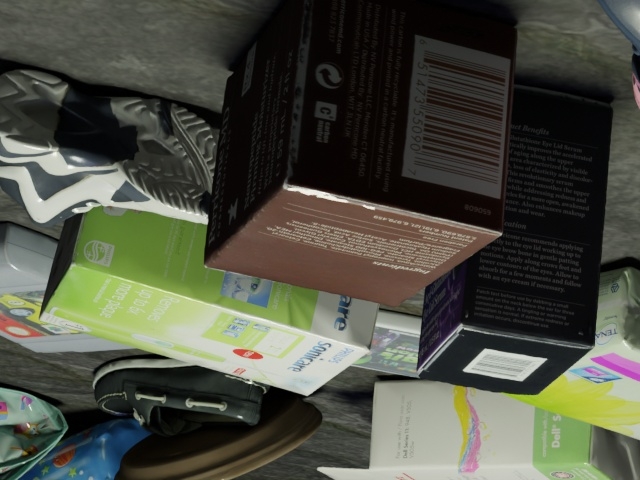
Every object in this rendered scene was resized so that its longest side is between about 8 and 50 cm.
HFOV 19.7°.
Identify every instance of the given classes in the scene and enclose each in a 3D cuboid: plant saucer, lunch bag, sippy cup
[{"bbox_3d":[-0.133,0.252,2.296,0.278,0.041,0.278,-20,-172,3],"label":"plant saucer"},{"bbox_3d":[-0.507,0.276,2.515,0.262,0.160,0.223,3,162,-40],"label":"lunch bag"},{"bbox_3d":[-0.320,0.366,2.588,0.224,0.305,0.240,-33,120,28],"label":"sippy cup"}]

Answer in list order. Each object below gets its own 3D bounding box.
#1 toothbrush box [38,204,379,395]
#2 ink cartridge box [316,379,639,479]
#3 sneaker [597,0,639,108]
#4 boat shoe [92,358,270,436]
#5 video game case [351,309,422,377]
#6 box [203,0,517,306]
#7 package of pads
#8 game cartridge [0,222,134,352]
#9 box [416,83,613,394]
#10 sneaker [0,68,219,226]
[{"bbox_3d":[-0.103,0.036,1.733,0.283,0.122,0.206,16,160,-13],"label":"toothbrush box"},{"bbox_3d":[0.195,0.247,2.256,0.353,0.119,0.207,-5,158,26],"label":"ink cartridge box"},{"bbox_3d":[0.246,-0.120,1.233,0.131,0.112,0.319,-14,151,39],"label":"sneaker"},{"bbox_3d":[-0.183,0.197,2.278,0.114,0.091,0.302,21,156,-35],"label":"boat shoe"},{"bbox_3d":[0.083,0.118,2.076,0.190,0.022,0.173,11,160,-12],"label":"video game case"},{"bbox_3d":[0.027,-0.067,1.365,0.167,0.168,0.203,12,159,-17],"label":"box"},{"bbox_3d":[0.333,0.126,1.904,0.296,0.101,0.229,20,156,-32],"label":"package of pads"},{"bbox_3d":[-0.304,0.058,1.996,0.196,0.060,0.294,-9,155,28],"label":"game cartridge"},{"bbox_3d":[0.152,0.001,1.458,0.108,0.207,0.153,10,159,-7],"label":"box"},{"bbox_3d":[-0.185,-0.059,1.568,0.235,0.094,0.153,13,161,-17],"label":"sneaker"}]
